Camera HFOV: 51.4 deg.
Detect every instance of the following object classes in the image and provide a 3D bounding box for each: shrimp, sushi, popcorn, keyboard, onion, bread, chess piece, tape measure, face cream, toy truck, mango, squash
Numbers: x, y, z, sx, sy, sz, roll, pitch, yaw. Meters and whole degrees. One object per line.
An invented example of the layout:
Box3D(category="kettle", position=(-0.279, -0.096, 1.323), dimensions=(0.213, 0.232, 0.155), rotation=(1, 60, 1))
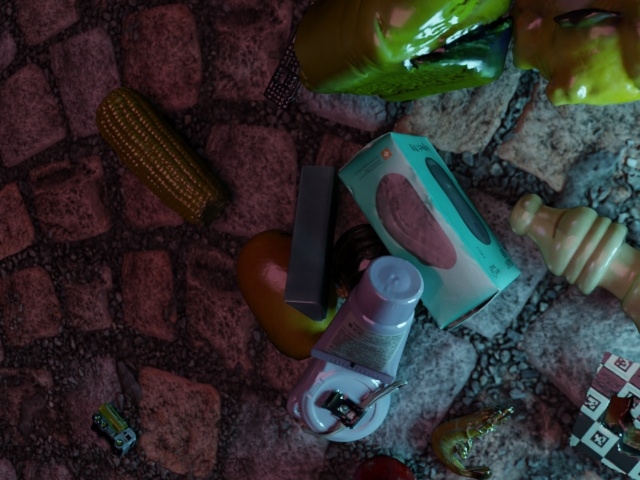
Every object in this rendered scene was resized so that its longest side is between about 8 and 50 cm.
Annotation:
Box3D(category="shrimp", position=(0.285, 0.367, 1.191), dimensions=(0.178, 0.034, 0.124), rotation=(-31, 85, 26))
Box3D(category="sushi", position=(0.557, 0.306, 1.052), dimensions=(0.279, 0.043, 0.193), rotation=(20, 103, 22))
Box3D(category="popcorn", position=(0.432, -0.313, 0.940), dimensions=(0.315, 0.281, 0.297), rotation=(-26, 53, 11))
Box3D(category="keyboard", position=(-0.042, -0.354, 1.276), dimensions=(0.061, 0.013, 0.204), rotation=(37, 109, 18))
Box3D(category="onion", position=(0.119, 0.465, 1.230), dimensions=(0.131, 0.131, 0.131), rotation=(3, 97, 25))
Box3D(category="bread", position=(0.119, -0.325, 1.022), dimensions=(0.251, 0.376, 0.208), rotation=(-2, 100, -19))
Box3D(category="chess piece", position=(0.438, 0.031, 1.049), dimensions=(0.307, 0.124, 0.139), rotation=(32, 140, 22))
Box3D(category="tape measure", position=(0.046, 0.282, 1.225), dimensions=(0.178, 0.105, 0.196), rotation=(26, 104, -10))
Box3D(category="face cream", position=(0.081, 0.141, 1.064), dimensions=(0.154, 0.096, 0.274), rotation=(18, 138, -1))
Box3D(category="toy truck", position=(-0.479, 0.436, 1.536), dimensions=(0.123, 0.063, 0.052), rotation=(43, 132, 15))
Box3D(category="mango", position=(-0.055, 0.097, 1.265), dimensions=(0.175, 0.139, 0.254), rotation=(-29, 92, 30))
Box3D(category="squash", position=(0.100, 0.065, 1.163), dimensions=(0.155, 0.193, 0.193), rotation=(-5, 94, 3))

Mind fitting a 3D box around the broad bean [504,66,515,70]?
Box3D(category="broad bean", position=(0.241, -0.426, 1.119), dimensions=(0.098, 0.056, 0.318), rotation=(-17, 94, 19))

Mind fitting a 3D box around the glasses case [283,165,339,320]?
Box3D(category="glasses case", position=(0.000, 0.000, 1.176), dimensions=(0.056, 0.105, 0.266), rotation=(-10, 60, 31))

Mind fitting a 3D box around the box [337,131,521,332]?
Box3D(category="box", position=(0.188, -0.025, 1.102), dimensions=(0.118, 0.205, 0.311), rotation=(-37, 79, 26))

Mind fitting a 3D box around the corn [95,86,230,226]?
Box3D(category="corn", position=(-0.327, -0.171, 1.367), dimensions=(0.344, 0.131, 0.131), rotation=(45, 111, 13))
